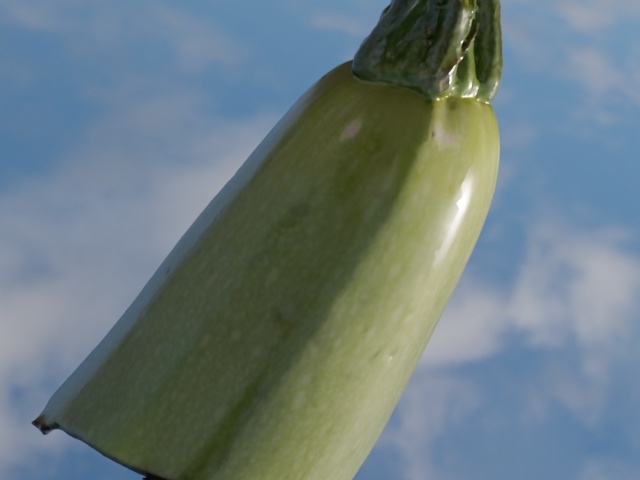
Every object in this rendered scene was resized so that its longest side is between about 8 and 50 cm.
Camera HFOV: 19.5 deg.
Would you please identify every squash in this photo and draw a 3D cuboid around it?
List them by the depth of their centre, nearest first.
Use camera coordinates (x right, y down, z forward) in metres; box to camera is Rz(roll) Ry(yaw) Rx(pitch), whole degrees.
[{"bbox_3d":[0.012,0.011,0.763,0.137,0.287,0.137,30,-152,-18],"label":"squash"}]
